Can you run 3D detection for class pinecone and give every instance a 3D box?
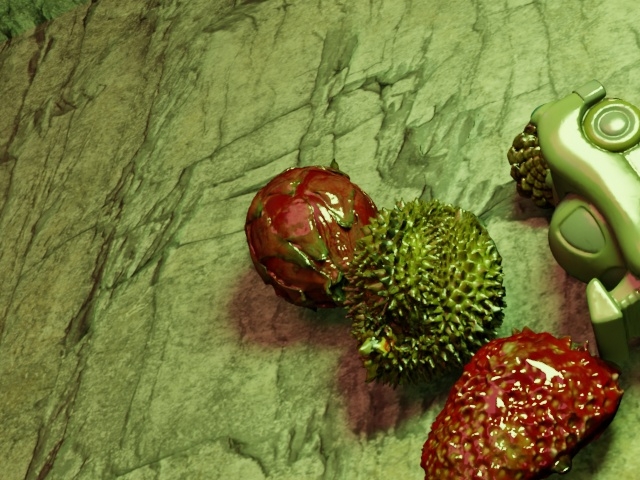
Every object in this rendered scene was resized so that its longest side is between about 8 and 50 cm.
[{"bbox_3d":[0.383,-0.131,1.965,0.173,0.173,0.174,-21,41,20],"label":"pinecone"}]

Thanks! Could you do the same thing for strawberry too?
[{"bbox_3d":[0.258,0.226,1.618,0.233,0.138,0.306,8,36,40],"label":"strawberry"}]

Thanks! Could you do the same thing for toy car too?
[{"bbox_3d":[0.407,-0.026,1.716,0.226,0.242,0.336,-32,59,1],"label":"toy car"}]

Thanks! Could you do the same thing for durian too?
[{"bbox_3d":[0.154,0.084,1.856,0.258,0.258,0.293,-11,63,30],"label":"durian"}]

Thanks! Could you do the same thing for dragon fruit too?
[{"bbox_3d":[0.000,0.000,2.064,0.244,0.244,0.299,-42,56,-5],"label":"dragon fruit"}]
